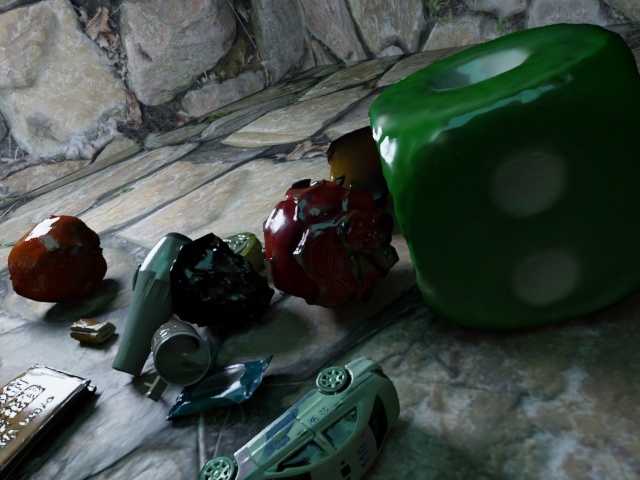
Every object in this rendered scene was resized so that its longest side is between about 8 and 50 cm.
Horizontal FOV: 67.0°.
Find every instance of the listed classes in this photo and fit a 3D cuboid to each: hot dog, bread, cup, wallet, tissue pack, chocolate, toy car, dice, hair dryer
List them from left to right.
[{"bbox_3d":[-0.443,0.262,0.694,0.161,0.042,0.195,0,32,32],"label":"wallet"},{"bbox_3d":[-0.413,0.162,0.873,0.083,0.036,0.047,0,29,30],"label":"bread"},{"bbox_3d":[-0.302,0.132,0.818,0.267,0.092,0.229,-42,30,44],"label":"hair dryer"},{"bbox_3d":[-0.204,0.171,0.686,0.074,0.102,0.099,11,-1,-23],"label":"cup"},{"bbox_3d":[-0.131,0.195,0.637,0.138,0.028,0.085,-16,21,19],"label":"tissue pack"},{"bbox_3d":[-0.187,0.038,0.930,0.156,0.064,0.117,-14,25,8],"label":"bread"},{"bbox_3d":[-0.139,0.076,0.768,0.133,0.156,0.156,13,37,22],"label":"chocolate"},{"bbox_3d":[-0.013,0.209,0.462,0.224,0.090,0.076,-33,35,-26],"label":"toy car"},{"bbox_3d":[0.086,-0.115,1.009,0.194,0.107,0.326,-16,34,28],"label":"hot dog"},{"bbox_3d":[0.235,-0.080,0.625,0.287,0.300,0.297,-17,27,10],"label":"dice"}]

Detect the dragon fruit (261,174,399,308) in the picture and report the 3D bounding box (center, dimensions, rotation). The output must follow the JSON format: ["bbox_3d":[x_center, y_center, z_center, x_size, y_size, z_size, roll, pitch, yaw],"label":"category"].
[{"bbox_3d":[0.000,0.000,0.744,0.193,0.192,0.274,-12,18,-39],"label":"dragon fruit"}]

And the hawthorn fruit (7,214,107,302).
[{"bbox_3d":[-0.574,0.049,1.042,0.202,0.185,0.185,-22,26,3],"label":"hawthorn fruit"}]
